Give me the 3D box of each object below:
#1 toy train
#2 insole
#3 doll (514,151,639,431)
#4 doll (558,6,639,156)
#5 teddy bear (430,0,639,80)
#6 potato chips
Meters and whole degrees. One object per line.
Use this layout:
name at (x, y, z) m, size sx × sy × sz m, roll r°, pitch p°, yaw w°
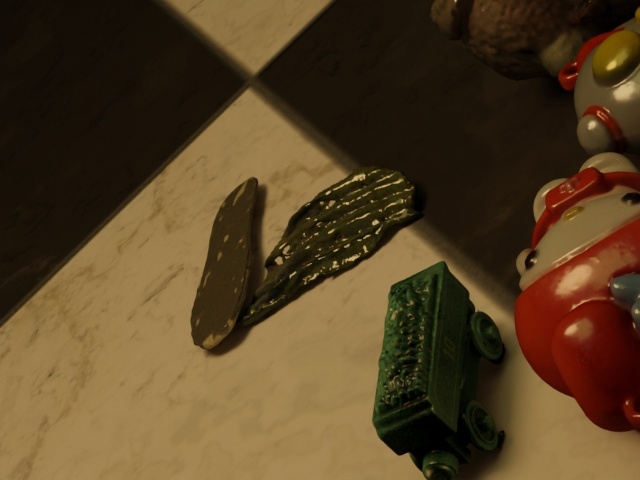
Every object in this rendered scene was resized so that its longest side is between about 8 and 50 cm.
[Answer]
toy train at (0.084, 0.096, 1.343) m, size 0.070 × 0.099 × 0.172 m, roll -27°, pitch 33°, yaw 30°
insole at (-0.088, 0.021, 1.748) m, size 0.081 × 0.011 × 0.248 m, roll -40°, pitch 24°, yaw 29°
doll at (0.207, 0.040, 1.226) m, size 0.161 × 0.130 × 0.290 m, roll -29°, pitch 28°, yaw 13°
doll at (0.297, -0.122, 1.354) m, size 0.200 × 0.105 × 0.336 m, roll -44°, pitch 27°, yaw -22°
teddy bear at (0.217, -0.233, 1.502) m, size 0.267 × 0.236 × 0.151 m, roll -49°, pitch 53°, yaw 36°
potato chips at (0.000, 0.000, 1.651) m, size 0.207 × 0.028 × 0.092 m, roll -34°, pitch 47°, yaw 22°
